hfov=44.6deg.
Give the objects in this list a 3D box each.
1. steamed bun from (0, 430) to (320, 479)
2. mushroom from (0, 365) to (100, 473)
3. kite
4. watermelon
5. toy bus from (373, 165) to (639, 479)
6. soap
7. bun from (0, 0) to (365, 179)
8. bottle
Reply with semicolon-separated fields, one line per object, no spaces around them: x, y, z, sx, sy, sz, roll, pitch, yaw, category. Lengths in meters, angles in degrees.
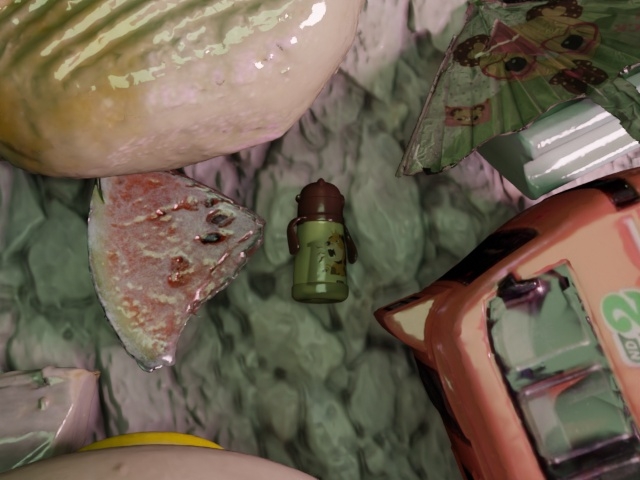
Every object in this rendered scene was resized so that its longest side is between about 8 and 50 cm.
-0.104;0.284;0.455;0.374;0.334;0.333;9;82;-19;steamed bun
-0.322;0.193;0.569;0.352;0.097;0.109;-26;80;-3;mushroom
0.185;-0.135;0.605;0.323;0.013;0.267;-28;43;-6;kite
-0.111;0.011;0.623;0.139;0.071;0.187;-7;75;-12;watermelon
0.219;0.177;0.558;0.233;0.203;0.426;-23;87;-2;toy bus
0.222;-0.124;0.637;0.198;0.066;0.119;-26;42;-8;soap
-0.147;-0.209;0.568;0.366;0.219;0.364;1;78;-3;bun
-0.001;0.000;0.639;0.047;0.063;0.101;-4;79;24;bottle
